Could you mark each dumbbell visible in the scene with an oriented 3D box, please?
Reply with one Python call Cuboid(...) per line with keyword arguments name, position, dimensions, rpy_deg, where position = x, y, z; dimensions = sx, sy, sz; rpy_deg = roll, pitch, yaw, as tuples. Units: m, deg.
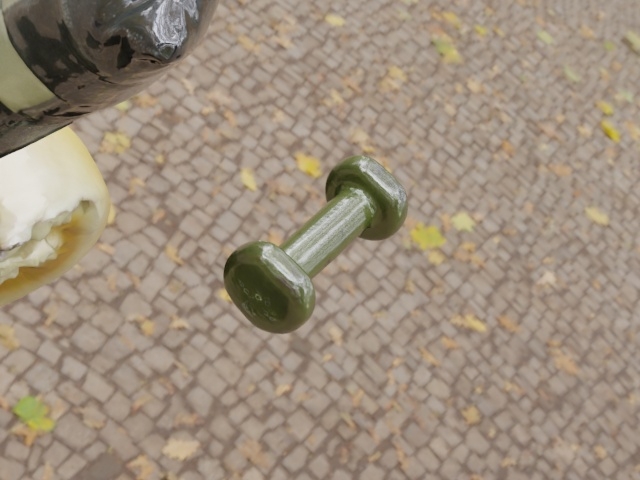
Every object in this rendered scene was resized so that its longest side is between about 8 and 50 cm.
Cuboid(name="dumbbell", position=(0.000, 0.000, 0.547), dimensions=(0.052, 0.046, 0.118), rpy_deg=(47, 47, 0))

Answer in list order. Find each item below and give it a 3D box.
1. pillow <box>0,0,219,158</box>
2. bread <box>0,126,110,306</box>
Cuboid(name="pillow", position=(-0.119, -0.134, 0.515), dimensions=(0.106, 0.250, 0.186), rpy_deg=(25, 68, -36))
Cuboid(name="bread", position=(-0.361, -0.012, 0.717), dimensions=(0.424, 0.329, 0.245), rpy_deg=(-20, 100, -34))
